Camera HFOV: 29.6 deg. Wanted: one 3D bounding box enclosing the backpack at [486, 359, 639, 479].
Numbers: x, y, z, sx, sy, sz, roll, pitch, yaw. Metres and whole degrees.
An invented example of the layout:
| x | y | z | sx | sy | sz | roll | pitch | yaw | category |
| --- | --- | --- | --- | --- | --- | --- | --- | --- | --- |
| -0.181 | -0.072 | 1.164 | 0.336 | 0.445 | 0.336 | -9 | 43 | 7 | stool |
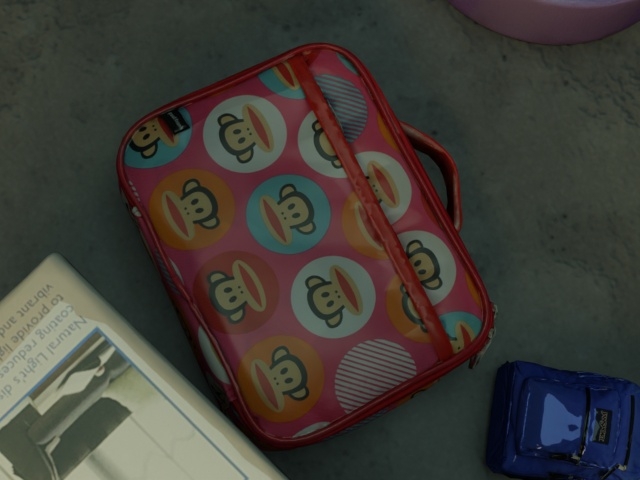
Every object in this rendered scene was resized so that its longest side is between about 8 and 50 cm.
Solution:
| x | y | z | sx | sy | sz | roll | pitch | yaw | category |
| --- | --- | --- | --- | --- | --- | --- | --- | --- | --- |
| 0.202 | 0.151 | 0.953 | 0.120 | 0.101 | 0.098 | 11 | 83 | -6 | backpack |

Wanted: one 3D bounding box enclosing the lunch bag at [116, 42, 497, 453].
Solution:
| x | y | z | sx | sy | sz | roll | pitch | yaw | category |
| --- | --- | --- | --- | --- | --- | --- | --- | --- | --- |
| 0.000 | 0.000 | 0.966 | 0.258 | 0.120 | 0.293 | -26 | 82 | -14 | lunch bag |

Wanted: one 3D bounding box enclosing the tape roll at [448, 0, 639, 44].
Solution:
| x | y | z | sx | sy | sz | roll | pitch | yaw | category |
| --- | --- | --- | --- | --- | --- | --- | --- | --- | --- |
| 0.211 | -0.316 | 1.062 | 0.275 | 0.090 | 0.274 | 1 | 78 | -5 | tape roll |

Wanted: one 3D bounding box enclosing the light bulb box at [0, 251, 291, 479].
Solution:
| x | y | z | sx | sy | sz | roll | pitch | yaw | category |
| --- | --- | --- | --- | --- | --- | --- | --- | --- | --- |
| -0.098 | 0.234 | 0.777 | 0.361 | 0.358 | 0.225 | 44 | 80 | 7 | light bulb box |
